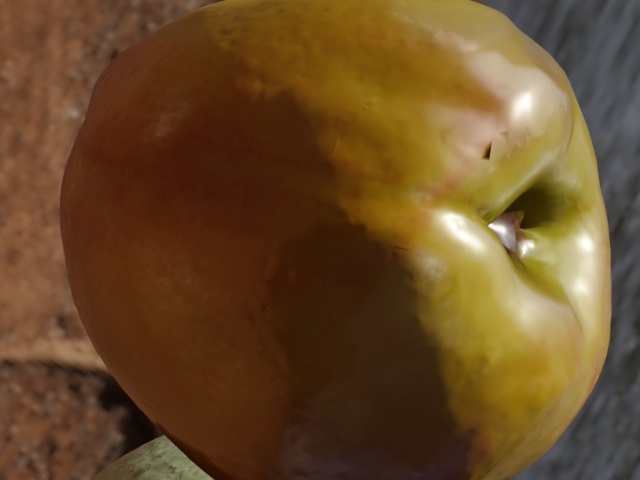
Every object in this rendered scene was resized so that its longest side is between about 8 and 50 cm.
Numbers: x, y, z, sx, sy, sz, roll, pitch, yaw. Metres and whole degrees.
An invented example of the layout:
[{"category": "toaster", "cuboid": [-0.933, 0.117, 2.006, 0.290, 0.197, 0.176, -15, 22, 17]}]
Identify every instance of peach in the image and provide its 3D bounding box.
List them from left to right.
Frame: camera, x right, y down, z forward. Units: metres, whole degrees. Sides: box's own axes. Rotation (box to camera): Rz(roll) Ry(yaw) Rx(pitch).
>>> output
[{"category": "peach", "cuboid": [0.000, 0.005, 1.057, 0.289, 0.308, 0.289, 5, 84, -53]}]

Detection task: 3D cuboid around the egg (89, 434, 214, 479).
[{"category": "egg", "cuboid": [-0.038, 0.256, 1.305, 0.379, 0.287, 0.288, -5, 124, -58]}]
